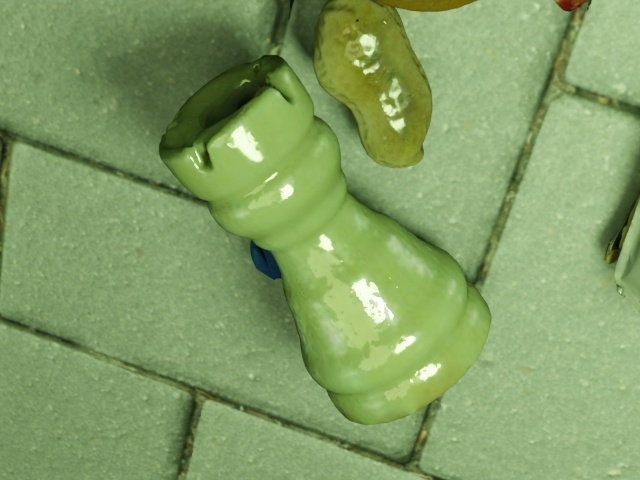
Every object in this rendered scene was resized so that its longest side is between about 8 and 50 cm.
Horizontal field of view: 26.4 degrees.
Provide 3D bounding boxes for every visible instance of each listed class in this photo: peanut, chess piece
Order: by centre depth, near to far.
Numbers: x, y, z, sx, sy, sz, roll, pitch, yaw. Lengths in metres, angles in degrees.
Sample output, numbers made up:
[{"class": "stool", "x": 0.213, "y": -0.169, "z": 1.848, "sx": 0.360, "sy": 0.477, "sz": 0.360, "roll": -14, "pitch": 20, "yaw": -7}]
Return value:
[{"class": "peanut", "x": 0.063, "y": -0.187, "z": 1.605, "sx": 0.110, "sy": 0.120, "sz": 0.236, "roll": 28, "pitch": 145, "yaw": 54}, {"class": "chess piece", "x": 0.000, "y": 0.000, "z": 1.645, "sx": 0.234, "sy": 0.234, "sz": 0.442, "roll": -22, "pitch": 121, "yaw": 29}]

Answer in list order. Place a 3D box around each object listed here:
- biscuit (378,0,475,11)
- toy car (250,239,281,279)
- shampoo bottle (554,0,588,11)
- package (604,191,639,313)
[{"class": "biscuit", "x": 0.116, "y": -0.375, "z": 1.472, "sx": 0.262, "sy": 0.037, "sz": 0.262, "roll": 3, "pitch": 111, "yaw": 9}, {"class": "toy car", "x": -0.055, "y": -0.042, "z": 1.767, "sx": 0.103, "sy": 0.063, "sz": 0.216, "roll": 1, "pitch": 122, "yaw": 18}, {"class": "shampoo bottle", "x": 0.357, "y": -0.329, "z": 1.438, "sx": 0.260, "sy": 0.064, "sz": 0.102, "roll": -29, "pitch": 105, "yaw": 31}, {"class": "package", "x": 0.454, "y": -0.049, "z": 1.564, "sx": 0.165, "sy": 0.221, "sz": 0.311, "roll": 46, "pitch": 139, "yaw": 37}]
